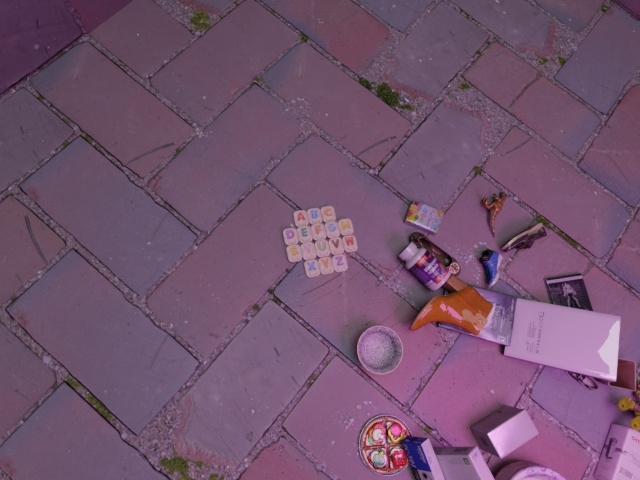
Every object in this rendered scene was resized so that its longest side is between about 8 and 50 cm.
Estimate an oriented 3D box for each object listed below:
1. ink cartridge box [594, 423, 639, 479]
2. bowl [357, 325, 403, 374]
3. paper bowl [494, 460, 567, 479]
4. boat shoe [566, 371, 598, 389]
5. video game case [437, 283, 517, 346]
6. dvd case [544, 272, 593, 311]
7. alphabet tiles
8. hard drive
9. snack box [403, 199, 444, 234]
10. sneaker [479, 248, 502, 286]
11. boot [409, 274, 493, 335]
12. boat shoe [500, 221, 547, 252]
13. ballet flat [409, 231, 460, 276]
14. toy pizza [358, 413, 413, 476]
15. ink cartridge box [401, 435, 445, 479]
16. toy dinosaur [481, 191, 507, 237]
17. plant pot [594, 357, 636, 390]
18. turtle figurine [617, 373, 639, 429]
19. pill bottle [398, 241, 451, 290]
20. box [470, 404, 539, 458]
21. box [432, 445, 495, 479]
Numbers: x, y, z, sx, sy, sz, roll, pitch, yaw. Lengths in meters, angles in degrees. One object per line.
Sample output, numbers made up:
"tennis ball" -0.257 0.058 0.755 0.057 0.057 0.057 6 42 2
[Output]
"ink cartridge box" 1.129 0.813 1.469 0.159 0.092 0.217 33 75 3
"bowl" 0.210 0.402 1.483 0.170 0.080 0.170 2 75 -6
"paper bowl" 0.714 0.906 1.366 0.285 0.148 0.284 1 75 -5
"boat shoe" 1.014 0.533 1.560 0.125 0.038 0.046 42 74 5
"video game case" 0.611 0.278 1.571 0.274 0.026 0.196 15 73 6
"dvd case" 1.025 0.253 1.649 0.165 0.018 0.221 -8 76 -7
"alphabet tiles" 0.000 0.000 1.601 0.284 0.021 0.277 -10 76 -9
"hard drive" 0.895 0.360 1.503 0.353 0.047 0.232 8 71 28
"snack box" 0.428 -0.096 1.667 0.141 0.037 0.100 24 74 0
"sneaker" 0.677 0.105 1.627 0.085 0.058 0.152 26 69 -5
"boot" 0.496 0.287 1.506 0.211 0.104 0.295 43 75 15
"boat shoe" 0.851 -0.002 1.668 0.224 0.080 0.073 -28 74 -17
"ballet flat" 0.463 0.053 1.619 0.250 0.058 0.084 43 75 6
"toy pizza" 0.236 0.724 1.422 0.202 0.032 0.201 2 75 -6
"ink cartridge box" 0.361 0.782 1.373 0.046 0.097 0.207 -15 81 -37
"toy dinosaur" 0.735 -0.133 1.699 0.112 0.064 0.211 28 74 1
"plant pot" 1.123 0.509 1.549 0.109 0.096 0.109 13 75 -3
"turtle figurine" 1.214 0.638 1.518 0.218 0.087 0.269 13 59 -27
"pill bottle" 0.402 0.097 1.574 0.193 0.108 0.108 42 74 6
"box" 0.651 0.676 1.432 0.171 0.130 0.091 -24 78 -12
"box" 0.492 0.842 1.317 0.059 0.232 0.321 -16 76 -37
